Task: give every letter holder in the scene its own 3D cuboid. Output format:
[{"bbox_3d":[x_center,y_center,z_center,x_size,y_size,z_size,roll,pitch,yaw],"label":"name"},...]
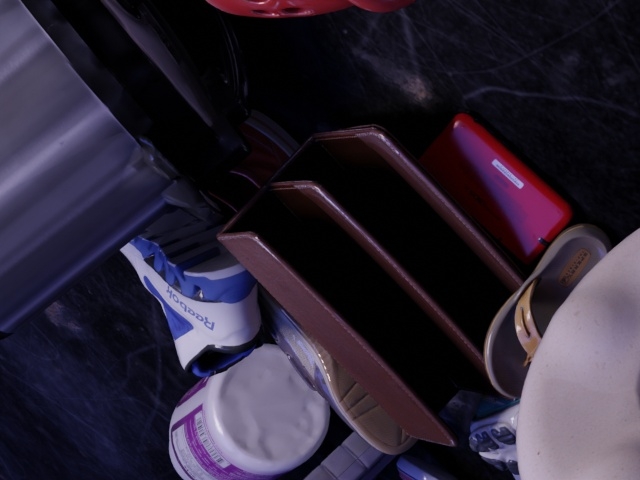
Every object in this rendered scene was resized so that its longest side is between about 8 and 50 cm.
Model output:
[{"bbox_3d":[0.079,0.048,1.531,0.302,0.152,0.214,46,166,-14],"label":"letter holder"}]

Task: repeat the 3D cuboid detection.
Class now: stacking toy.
[{"bbox_3d":[0.415,0.211,1.258,0.480,0.350,0.351,43,158,-31],"label":"stacking toy"}]

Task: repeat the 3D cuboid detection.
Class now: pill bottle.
[{"bbox_3d":[-0.109,0.254,2.148,0.169,0.169,0.301,46,154,-1],"label":"pill bottle"}]

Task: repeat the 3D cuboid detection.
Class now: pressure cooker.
[{"bbox_3d":[-0.287,-0.143,1.591,0.370,0.420,0.375,48,-176,-37],"label":"pressure cooker"}]

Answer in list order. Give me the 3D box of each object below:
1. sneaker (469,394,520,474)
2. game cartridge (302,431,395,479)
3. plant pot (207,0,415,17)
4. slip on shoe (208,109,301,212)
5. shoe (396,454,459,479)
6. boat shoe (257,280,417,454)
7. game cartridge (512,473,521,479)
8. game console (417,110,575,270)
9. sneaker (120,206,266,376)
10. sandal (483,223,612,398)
[{"bbox_3d":[0.255,0.145,1.544,0.275,0.110,0.107,-19,132,43],"label":"sneaker"},{"bbox_3d":[0.008,0.335,2.027,0.068,0.230,0.355,40,154,9],"label":"game cartridge"},{"bbox_3d":[0.001,-0.269,1.233,0.174,0.191,0.191,7,135,41],"label":"plant pot"},{"bbox_3d":[0.000,0.000,1.707,0.331,0.101,0.123,42,152,3],"label":"slip on shoe"},{"bbox_3d":[0.158,0.340,1.958,0.178,0.081,0.063,30,-171,17],"label":"shoe"},{"bbox_3d":[0.015,0.130,1.879,0.285,0.103,0.092,51,158,-4],"label":"boat shoe"},{"bbox_3d":[0.318,0.257,1.636,0.297,0.062,0.198,7,139,51],"label":"game cartridge"},{"bbox_3d":[0.164,-0.046,1.503,0.144,0.085,0.124,42,122,5],"label":"game console"},{"bbox_3d":[-0.158,0.059,1.874,0.315,0.127,0.182,34,138,57],"label":"sneaker"},{"bbox_3d":[0.208,0.068,1.443,0.072,0.180,0.049,26,-163,-16],"label":"sandal"}]
